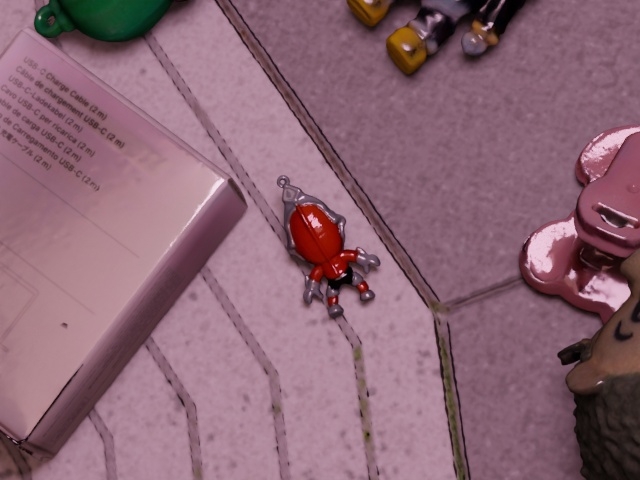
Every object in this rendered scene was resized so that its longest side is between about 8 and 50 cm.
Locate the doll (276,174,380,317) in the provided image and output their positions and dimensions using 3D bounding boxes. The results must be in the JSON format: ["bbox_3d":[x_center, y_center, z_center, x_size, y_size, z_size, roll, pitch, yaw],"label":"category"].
[{"bbox_3d":[0.000,0.000,1.387,0.057,0.039,0.114,-30,88,32],"label":"doll"}]

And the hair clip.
[{"bbox_3d":[0.223,-0.012,1.371,0.123,0.102,0.138,23,48,9],"label":"hair clip"}]

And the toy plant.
[{"bbox_3d":[-0.146,-0.232,1.429,0.200,0.105,0.143,-28,67,11],"label":"toy plant"}]

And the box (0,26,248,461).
[{"bbox_3d":[-0.211,0.003,1.375,0.203,0.106,0.252,35,84,14],"label":"box"}]

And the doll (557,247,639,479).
[{"bbox_3d":[0.336,0.086,1.240,0.349,0.247,0.247,-16,75,18],"label":"doll"}]

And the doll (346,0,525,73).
[{"bbox_3d":[0.165,-0.253,1.397,0.316,0.103,0.145,-40,64,4],"label":"doll"}]
